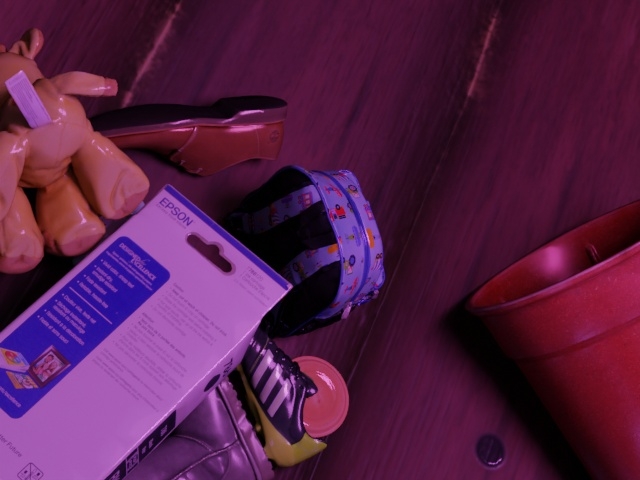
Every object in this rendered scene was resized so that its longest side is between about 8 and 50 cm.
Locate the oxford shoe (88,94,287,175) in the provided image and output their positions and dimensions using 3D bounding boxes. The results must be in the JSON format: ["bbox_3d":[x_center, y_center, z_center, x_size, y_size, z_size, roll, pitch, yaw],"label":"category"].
[{"bbox_3d":[-0.135,-0.098,1.441,0.212,0.076,0.076,-4,113,-17],"label":"oxford shoe"}]

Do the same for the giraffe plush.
[{"bbox_3d":[-0.278,-0.100,1.324,0.181,0.210,0.170,-21,39,-22],"label":"giraffe plush"}]

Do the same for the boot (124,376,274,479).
[{"bbox_3d":[-0.164,0.202,1.317,0.208,0.076,0.189,-28,83,-25],"label":"boot"}]

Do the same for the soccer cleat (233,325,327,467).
[{"bbox_3d":[-0.046,0.130,1.394,0.072,0.060,0.178,-18,86,-5],"label":"soccer cleat"}]

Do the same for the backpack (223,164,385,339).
[{"bbox_3d":[0.000,0.000,1.405,0.117,0.173,0.158,-13,77,-29],"label":"backpack"}]

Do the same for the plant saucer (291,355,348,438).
[{"bbox_3d":[-0.009,0.155,1.436,0.084,0.013,0.083,9,67,-23],"label":"plant saucer"}]

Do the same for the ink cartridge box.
[{"bbox_3d":[-0.193,0.112,1.284,0.165,0.065,0.333,40,66,15],"label":"ink cartridge box"}]

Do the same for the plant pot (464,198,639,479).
[{"bbox_3d":[0.330,0.122,1.488,0.272,0.272,0.265,-30,95,-32],"label":"plant pot"}]

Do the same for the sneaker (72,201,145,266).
[{"bbox_3d":[-0.223,-0.023,1.386,0.069,0.038,0.098,41,55,-1],"label":"sneaker"}]
